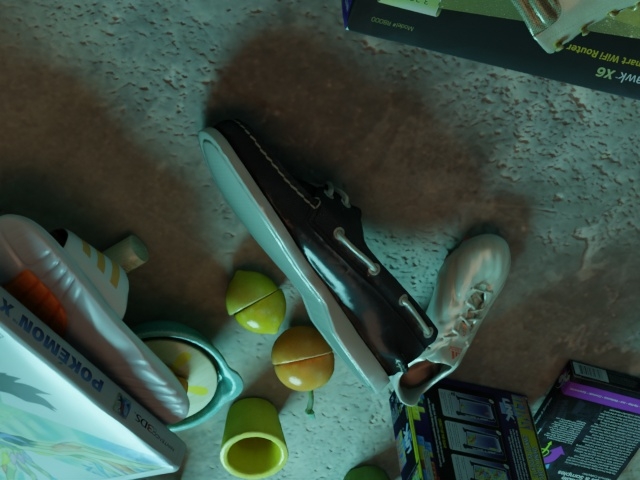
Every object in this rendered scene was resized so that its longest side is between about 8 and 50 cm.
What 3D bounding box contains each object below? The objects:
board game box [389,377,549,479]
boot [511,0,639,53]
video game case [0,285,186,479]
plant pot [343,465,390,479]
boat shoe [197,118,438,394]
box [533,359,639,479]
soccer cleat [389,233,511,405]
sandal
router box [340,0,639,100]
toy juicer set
[{"bbox_3d":[0.148,0.212,1.624,0.141,0.170,0.048,15,125,-15],"label":"board game box"},{"bbox_3d":[0.244,-0.191,1.257,0.165,0.077,0.213,-36,118,21],"label":"boot"},{"bbox_3d":[-0.339,0.149,1.545,0.329,0.036,0.300,-16,132,36],"label":"video game case"},{"bbox_3d":[0.052,0.282,1.732,0.083,0.079,0.083,-2,130,-2],"label":"plant pot"},{"bbox_3d":[0.000,0.000,1.488,0.091,0.114,0.302,-38,117,-10],"label":"boat shoe"},{"bbox_3d":[0.277,0.201,1.718,0.116,0.029,0.162,16,125,-16],"label":"box"},{"bbox_3d":[0.127,0.078,1.573,0.068,0.076,0.196,19,125,-19],"label":"soccer cleat"},{"bbox_3d":[-0.210,0.063,1.498,0.102,0.076,0.265,-20,123,32],"label":"sandal"},{"bbox_3d":[0.196,-0.251,1.307,0.308,0.081,0.243,11,128,-13],"label":"router box"},{"bbox_3d":[-0.134,0.106,1.567,0.329,0.089,0.209,27,123,-23],"label":"toy juicer set"}]
